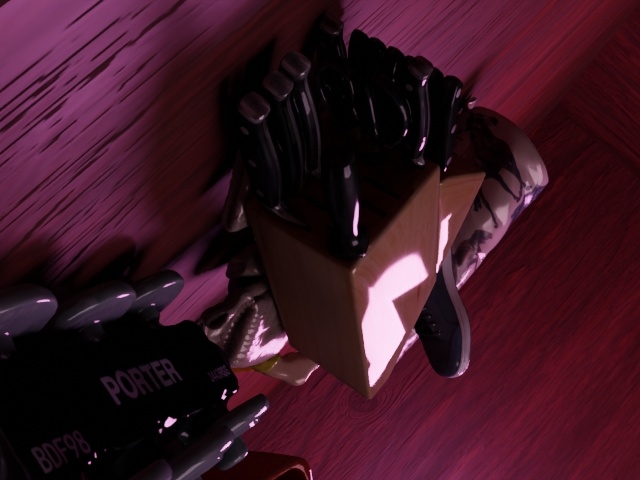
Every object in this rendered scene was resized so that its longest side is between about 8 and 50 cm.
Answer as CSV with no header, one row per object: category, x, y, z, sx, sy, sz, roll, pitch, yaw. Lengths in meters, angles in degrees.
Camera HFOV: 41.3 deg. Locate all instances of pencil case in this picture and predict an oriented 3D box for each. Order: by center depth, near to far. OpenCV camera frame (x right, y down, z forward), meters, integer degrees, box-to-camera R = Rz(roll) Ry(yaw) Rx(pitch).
pencil case,0.142,-0.006,1.211,0.410,0.183,0.160,-48,-179,-7

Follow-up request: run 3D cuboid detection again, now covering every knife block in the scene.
knife block,0.007,-0.001,0.560,0.242,0.088,0.276,-13,131,-58

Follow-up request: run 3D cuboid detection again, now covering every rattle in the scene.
rattle,-0.040,0.066,1.000,0.143,0.130,0.200,143,-33,-70

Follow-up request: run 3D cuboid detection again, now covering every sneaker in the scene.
sneaker,0.097,0.077,1.058,0.163,0.226,0.086,-13,-179,-33

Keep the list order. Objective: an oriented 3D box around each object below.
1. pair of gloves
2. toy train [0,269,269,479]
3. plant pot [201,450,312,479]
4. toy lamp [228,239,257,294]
pair of gloves,-0.022,-0.009,0.657,0.204,0.042,0.240,-31,145,-47
toy train,-0.150,0.117,0.458,0.190,0.142,0.334,-38,173,8
plant pot,-0.168,0.316,0.672,0.235,0.267,0.267,6,-161,42
toy lamp,0.000,0.000,0.850,0.080,0.080,0.274,-52,172,33
